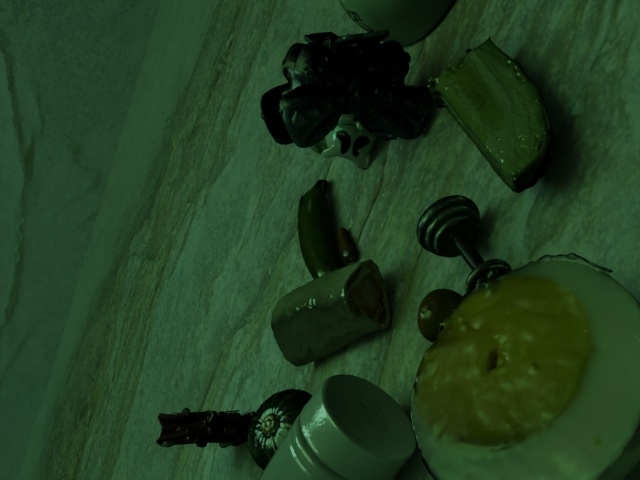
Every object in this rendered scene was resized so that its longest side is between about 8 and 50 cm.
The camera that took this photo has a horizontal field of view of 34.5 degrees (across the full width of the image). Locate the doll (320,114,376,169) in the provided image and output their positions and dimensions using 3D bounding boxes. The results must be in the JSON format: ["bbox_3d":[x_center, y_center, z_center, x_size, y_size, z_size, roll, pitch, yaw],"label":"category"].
[{"bbox_3d":[0.067,-0.246,2.040,0.107,0.110,0.181,125,157,-71],"label":"doll"}]

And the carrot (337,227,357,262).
[{"bbox_3d":[0.050,0.010,2.026,0.032,0.032,0.093,-58,28,29],"label":"carrot"}]

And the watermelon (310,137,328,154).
[{"bbox_3d":[0.017,-0.256,2.218,0.097,0.121,0.158,-27,7,37],"label":"watermelon"}]

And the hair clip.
[{"bbox_3d":[0.049,-0.278,1.864,0.194,0.310,0.207,10,105,62],"label":"hair clip"}]

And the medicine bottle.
[{"bbox_3d":[0.007,0.400,1.722,0.332,0.189,0.190,-60,30,26],"label":"medicine bottle"}]

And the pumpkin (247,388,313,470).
[{"bbox_3d":[-0.061,0.362,1.943,0.167,0.125,0.167,-13,68,33],"label":"pumpkin"}]

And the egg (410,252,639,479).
[{"bbox_3d":[0.290,0.202,1.282,0.337,0.201,0.337,-21,51,27],"label":"egg"}]

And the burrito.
[{"bbox_3d":[0.010,0.140,1.928,0.299,0.105,0.143,-31,87,52],"label":"burrito"}]

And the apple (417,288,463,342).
[{"bbox_3d":[0.194,0.121,1.628,0.074,0.089,0.090,15,90,45],"label":"apple"}]

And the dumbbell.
[{"bbox_3d":[0.236,0.028,1.597,0.110,0.110,0.255,-60,37,26],"label":"dumbbell"}]

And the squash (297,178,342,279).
[{"bbox_3d":[-0.003,0.000,2.086,0.071,0.080,0.319,82,179,-48],"label":"squash"}]

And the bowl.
[{"bbox_3d":[0.132,-0.571,2.006,0.354,0.185,0.354,-37,45,49],"label":"bowl"}]

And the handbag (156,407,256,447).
[{"bbox_3d":[-0.221,0.393,2.148,0.216,0.203,0.074,-22,65,58],"label":"handbag"}]

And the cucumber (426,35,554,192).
[{"bbox_3d":[0.288,-0.183,1.606,0.145,0.105,0.325,-37,38,10],"label":"cucumber"}]
